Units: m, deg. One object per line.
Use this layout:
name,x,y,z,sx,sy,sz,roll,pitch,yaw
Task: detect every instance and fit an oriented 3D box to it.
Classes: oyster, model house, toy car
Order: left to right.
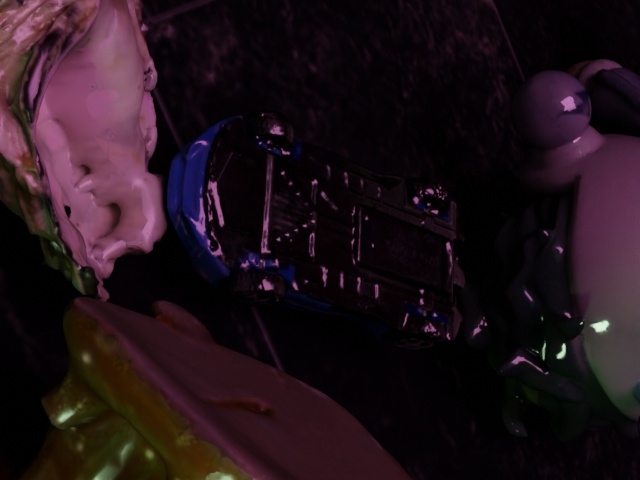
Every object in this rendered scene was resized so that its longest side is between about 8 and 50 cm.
oyster,-0.122,-0.072,0.592,0.163,0.081,0.191,57,41,-56
model house,-0.055,0.174,0.507,0.199,0.219,0.229,23,108,-49
toy car,0.000,0.000,0.693,0.216,0.063,0.103,19,66,-39

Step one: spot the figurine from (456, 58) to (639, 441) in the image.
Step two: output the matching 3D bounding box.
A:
figurine,0.216,-0.036,0.839,0.261,0.186,0.382,40,58,-24
